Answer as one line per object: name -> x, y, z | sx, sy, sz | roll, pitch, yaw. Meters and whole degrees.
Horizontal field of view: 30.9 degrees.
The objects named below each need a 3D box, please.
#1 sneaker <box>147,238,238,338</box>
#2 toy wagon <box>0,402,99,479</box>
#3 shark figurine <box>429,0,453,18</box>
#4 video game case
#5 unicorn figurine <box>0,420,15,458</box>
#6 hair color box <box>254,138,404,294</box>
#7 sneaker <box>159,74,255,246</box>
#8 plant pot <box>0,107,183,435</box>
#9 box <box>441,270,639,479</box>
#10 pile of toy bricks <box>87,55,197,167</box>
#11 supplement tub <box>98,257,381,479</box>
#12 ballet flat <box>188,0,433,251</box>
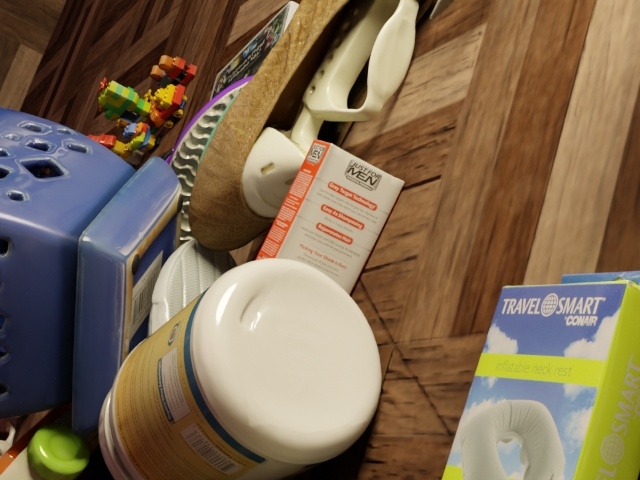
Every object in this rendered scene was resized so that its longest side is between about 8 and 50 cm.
sneaker -> -0.131, 0.115, 1.042 | 0.091, 0.094, 0.258 | -37, 36, 41
toy wagon -> -0.301, 0.260, 1.135 | 0.267, 0.068, 0.344 | -50, -2, 32
shark figurine -> 0.120, -0.306, 0.970 | 0.116, 0.166, 0.278 | 103, 155, -51
video game case -> -0.089, -0.161, 1.329 | 0.190, 0.022, 0.173 | -34, 38, 53
unicorn figurine -> -0.466, 0.304, 1.636 | 0.111, 0.060, 0.162 | -111, 35, -51
hair color box -> 0.000, 0.000, 0.906 | 0.141, 0.072, 0.043 | -63, 21, 1
sneaker -> -0.127, -0.072, 1.217 | 0.293, 0.102, 0.146 | -54, 24, 25
plant pot -> -0.255, 0.032, 1.080 | 0.236, 0.212, 0.236 | -65, -14, -63
box -> 0.119, 0.091, 0.593 | 0.109, 0.042, 0.178 | -7, 61, 63
pile of toy bricks -> -0.269, -0.192, 1.642 | 0.212, 0.105, 0.118 | -36, 36, 49
supplement tub -> -0.065, 0.113, 0.837 | 0.200, 0.144, 0.144 | -37, 35, 47
ballet flat -> 0.001, -0.118, 1.012 | 0.342, 0.116, 0.124 | -57, 43, 9
